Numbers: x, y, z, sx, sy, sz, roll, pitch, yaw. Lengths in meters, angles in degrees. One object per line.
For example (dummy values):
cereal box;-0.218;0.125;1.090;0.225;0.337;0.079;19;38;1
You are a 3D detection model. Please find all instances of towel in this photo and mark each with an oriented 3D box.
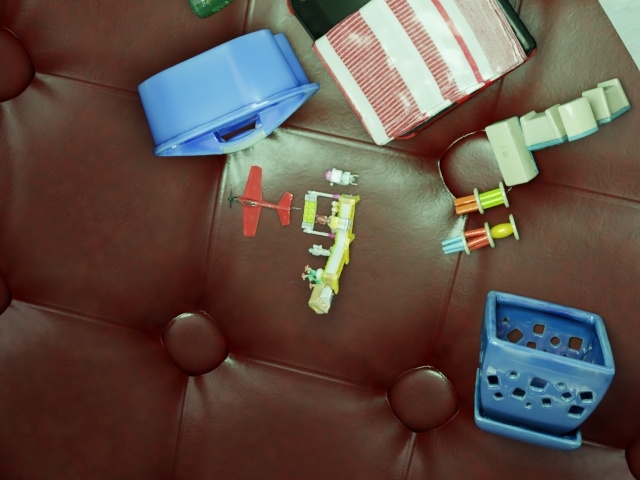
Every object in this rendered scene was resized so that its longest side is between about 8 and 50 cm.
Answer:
towel;0.172;-0.342;1.670;0.329;0.037;0.237;-29;100;26

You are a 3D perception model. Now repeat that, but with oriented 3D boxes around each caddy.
caddy;-0.170;-0.257;1.738;0.341;0.241;0.179;-21;93;15

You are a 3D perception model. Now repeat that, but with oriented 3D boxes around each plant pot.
plant pot;0.411;0.255;1.779;0.236;0.236;0.212;12;113;6

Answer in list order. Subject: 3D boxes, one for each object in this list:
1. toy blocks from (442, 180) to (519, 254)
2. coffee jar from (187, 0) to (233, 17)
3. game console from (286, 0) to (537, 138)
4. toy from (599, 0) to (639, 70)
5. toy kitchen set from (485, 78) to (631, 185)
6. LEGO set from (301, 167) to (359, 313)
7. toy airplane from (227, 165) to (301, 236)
toy blocks;0.299;-0.038;1.808;0.148;0.054;0.123;-17;101;14
coffee jar;-0.167;-0.500;1.756;0.184;0.079;0.096;-21;96;15
game console;0.154;-0.408;1.701;0.342;0.060;0.386;-33;100;26
toy;0.588;-0.400;1.630;0.137;0.056;0.237;-17;127;36
toy kitchen set;0.452;-0.202;1.737;0.207;0.166;0.122;-11;104;50
LEGO set;0.000;0.000;1.829;0.107;0.132;0.287;11;84;13
toy airplane;-0.116;-0.071;1.884;0.151;0.028;0.151;2;103;9
